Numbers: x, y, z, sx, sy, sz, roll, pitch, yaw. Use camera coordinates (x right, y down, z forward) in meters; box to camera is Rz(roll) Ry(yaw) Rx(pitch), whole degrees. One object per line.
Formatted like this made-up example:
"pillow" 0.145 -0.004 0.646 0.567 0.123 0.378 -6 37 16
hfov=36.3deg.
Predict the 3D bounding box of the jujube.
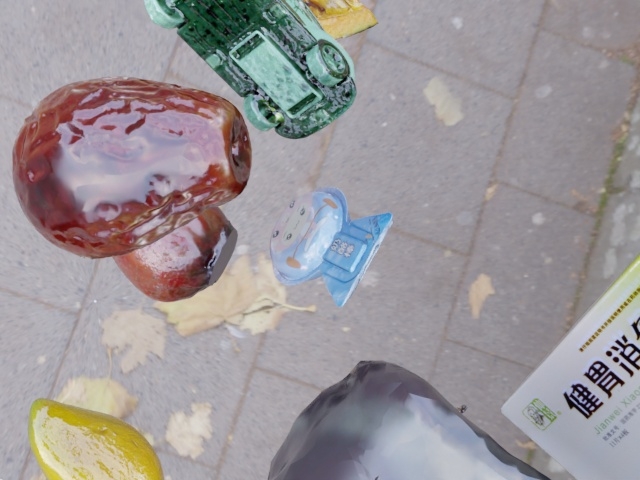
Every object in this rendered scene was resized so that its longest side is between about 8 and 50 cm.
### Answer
"jujube" -0.196 -0.081 1.023 0.255 0.190 0.190 -7 88 17

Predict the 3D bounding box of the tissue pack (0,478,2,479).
"tissue pack" -0.477 0.310 1.030 0.185 0.225 0.124 14 70 -48

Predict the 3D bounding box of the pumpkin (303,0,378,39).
"pumpkin" -0.055 -0.422 1.632 0.169 0.148 0.312 -50 135 -4

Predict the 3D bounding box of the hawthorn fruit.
"hawthorn fruit" -0.266 -0.014 1.673 0.215 0.215 0.250 -40 79 -12

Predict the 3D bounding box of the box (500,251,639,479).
"box" 0.291 0.112 0.803 0.175 0.260 0.062 42 39 13

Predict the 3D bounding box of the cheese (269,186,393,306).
"cheese" 0.000 0.000 1.167 0.052 0.244 0.135 29 87 -28

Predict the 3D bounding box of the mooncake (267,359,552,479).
"mooncake" 0.120 0.279 0.649 0.212 0.381 0.350 -50 142 -7

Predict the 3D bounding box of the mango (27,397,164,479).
"mango" -0.400 0.396 1.757 0.317 0.119 0.176 42 50 -22

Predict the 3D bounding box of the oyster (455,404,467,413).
"oyster" 0.213 0.371 1.768 0.056 0.105 0.177 36 86 13

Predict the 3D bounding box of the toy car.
"toy car" -0.083 -0.266 1.194 0.306 0.136 0.125 45 37 -20
